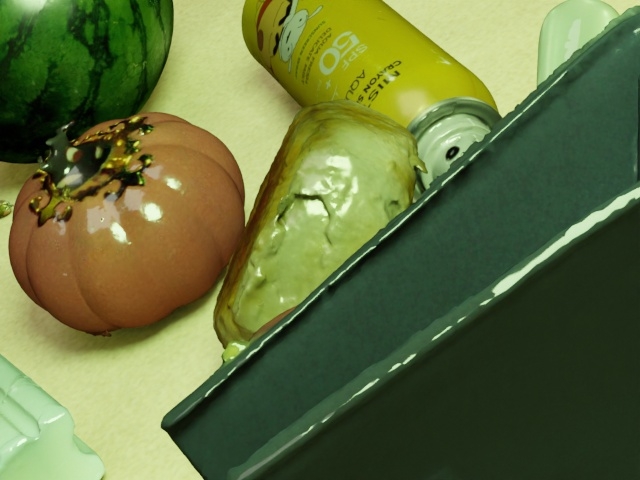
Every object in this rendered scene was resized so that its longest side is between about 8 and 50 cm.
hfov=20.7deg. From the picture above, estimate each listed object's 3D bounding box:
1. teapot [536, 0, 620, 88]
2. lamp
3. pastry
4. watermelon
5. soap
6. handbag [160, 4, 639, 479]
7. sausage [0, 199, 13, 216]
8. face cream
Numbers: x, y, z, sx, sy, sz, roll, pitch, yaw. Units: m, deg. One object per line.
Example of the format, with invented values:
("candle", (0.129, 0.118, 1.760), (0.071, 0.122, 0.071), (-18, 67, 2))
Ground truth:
("teapot", (0.119, 0.010, 1.015), (0.220, 0.149, 0.318), (-23, 34, 7))
("lamp", (-0.143, -0.020, 1.265), (0.182, 0.140, 0.182), (-17, 38, 14))
("pastry", (0.000, 0.000, 1.102), (0.192, 0.093, 0.182), (-147, 78, -84))
("watermelon", (-0.242, -0.184, 1.474), (0.242, 0.242, 0.242), (-20, 34, 14))
("soap", (-0.244, 0.137, 1.192), (0.119, 0.066, 0.198), (-38, 34, -17))
("handbag", (0.119, 0.099, 0.752), (0.329, 0.303, 0.122), (-37, 33, -10))
("sausage", (-0.305, -0.019, 1.498), (0.100, 0.015, 0.015), (-14, 36, 21))
("face cream", (0.043, -0.111, 1.280), (0.105, 0.105, 0.348), (-32, 33, -5))
